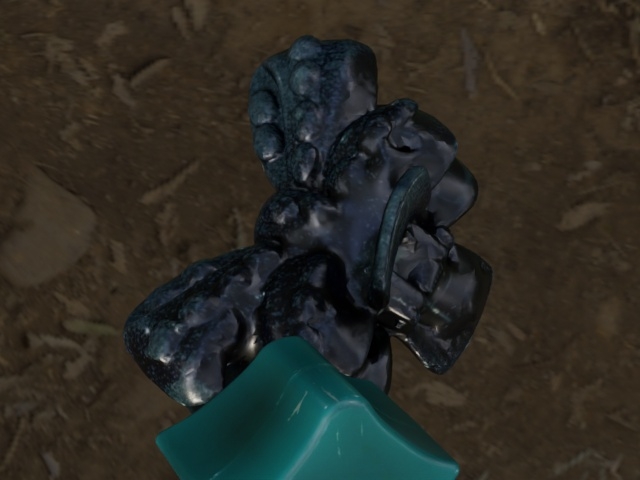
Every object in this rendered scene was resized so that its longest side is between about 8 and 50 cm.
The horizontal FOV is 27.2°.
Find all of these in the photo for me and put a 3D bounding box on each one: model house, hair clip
[{"bbox_3d":[-0.007,0.124,0.667,0.127,0.100,0.149,-11,117,-24],"label":"model house"},{"bbox_3d":[0.004,0.004,0.970,0.310,0.206,0.194,-66,152,-18],"label":"hair clip"}]
